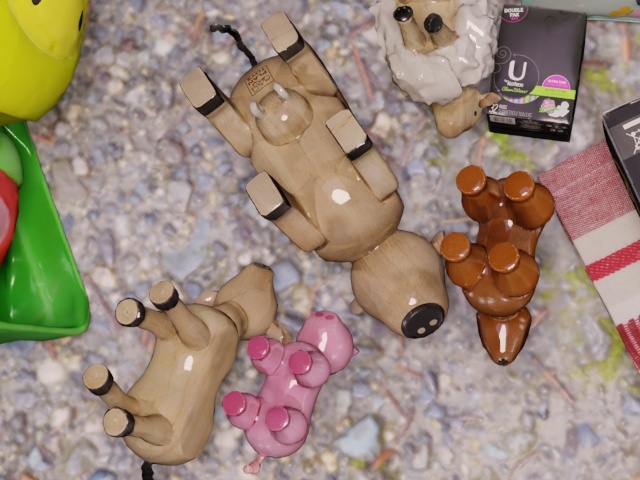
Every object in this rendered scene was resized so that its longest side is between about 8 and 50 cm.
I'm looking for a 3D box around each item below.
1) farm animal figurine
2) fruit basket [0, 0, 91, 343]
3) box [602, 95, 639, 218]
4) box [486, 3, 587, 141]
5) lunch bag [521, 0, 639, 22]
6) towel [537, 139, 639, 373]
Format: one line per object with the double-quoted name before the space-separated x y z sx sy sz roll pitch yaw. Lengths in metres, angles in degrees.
"farm animal figurine" 0.000 0.000 1.020 0.330 0.172 0.327 -20 64 13
"fruit basket" -0.268 -0.082 0.968 0.392 0.392 0.283 -23 76 4
"box" 0.413 -0.013 0.893 0.394 0.097 0.318 -25 66 10
"box" 0.155 -0.120 1.064 0.062 0.052 0.083 9 80 10
"lunch bag" 0.239 -0.257 0.994 0.223 0.262 0.160 3 37 11
"towel" 0.317 0.040 0.979 0.237 0.037 0.329 -27 67 9
